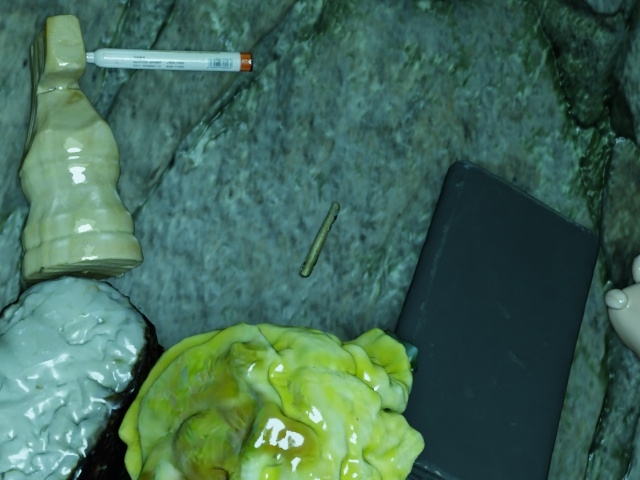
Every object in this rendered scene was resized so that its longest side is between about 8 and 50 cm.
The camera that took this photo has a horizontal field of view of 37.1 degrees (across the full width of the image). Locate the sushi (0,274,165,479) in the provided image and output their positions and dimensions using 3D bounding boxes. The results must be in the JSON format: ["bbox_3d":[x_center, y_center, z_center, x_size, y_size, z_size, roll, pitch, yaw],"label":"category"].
[{"bbox_3d":[-0.300,0.200,0.961,0.235,0.207,0.348,23,59,18],"label":"sushi"}]

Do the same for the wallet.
[{"bbox_3d":[0.199,0.111,1.127,0.228,0.062,0.406,27,57,-7],"label":"wallet"}]

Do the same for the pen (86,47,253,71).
[{"bbox_3d":[-0.191,-0.220,1.163,0.218,0.026,0.026,-1,79,-15],"label":"pen"}]

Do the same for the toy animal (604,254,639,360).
[{"bbox_3d":[0.473,0.078,1.210,0.198,0.171,0.171,-36,89,-12],"label":"toy animal"}]

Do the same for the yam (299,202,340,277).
[{"bbox_3d":[0.000,0.000,1.173,0.014,0.014,0.107,28,73,-8],"label":"yam"}]

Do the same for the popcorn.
[{"bbox_3d":[-0.042,0.198,0.898,0.293,0.237,0.292,-7,65,16],"label":"popcorn"}]

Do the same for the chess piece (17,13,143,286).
[{"bbox_3d":[-0.283,-0.102,1.065,0.137,0.137,0.300,-8,77,-16],"label":"chess piece"}]
